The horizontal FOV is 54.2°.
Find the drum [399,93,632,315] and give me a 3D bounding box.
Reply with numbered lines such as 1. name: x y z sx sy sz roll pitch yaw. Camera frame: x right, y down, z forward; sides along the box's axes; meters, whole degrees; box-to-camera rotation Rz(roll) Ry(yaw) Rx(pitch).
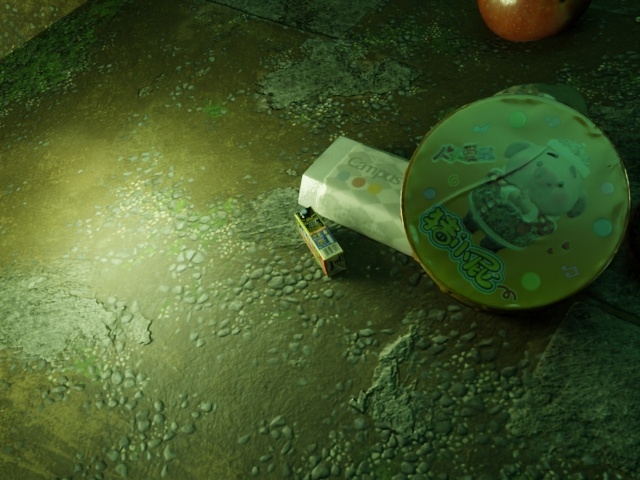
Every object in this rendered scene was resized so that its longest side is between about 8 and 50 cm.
1. drum: 0.369 -0.061 1.234 0.430 0.214 0.432 -2 81 13

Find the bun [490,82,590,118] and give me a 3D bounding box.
1. bun: 0.507 -0.228 1.446 0.281 0.282 0.204 20 24 25

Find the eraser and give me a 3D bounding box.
1. eraser: 0.156 -0.108 1.508 0.396 0.082 0.213 26 59 28

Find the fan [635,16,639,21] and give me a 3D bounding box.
1. fan: 1.035 -0.692 1.864 0.226 0.008 0.153 -24 51 -10

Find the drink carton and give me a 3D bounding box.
1. drink carton: 0.000 0.000 1.457 0.056 0.071 0.166 -23 51 -13

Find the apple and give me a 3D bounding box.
1. apple: 0.625 -0.750 1.817 0.348 0.277 0.349 -3 52 4

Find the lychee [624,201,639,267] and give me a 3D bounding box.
1. lychee: 0.717 -0.014 1.257 0.200 0.200 0.238 7 31 16
